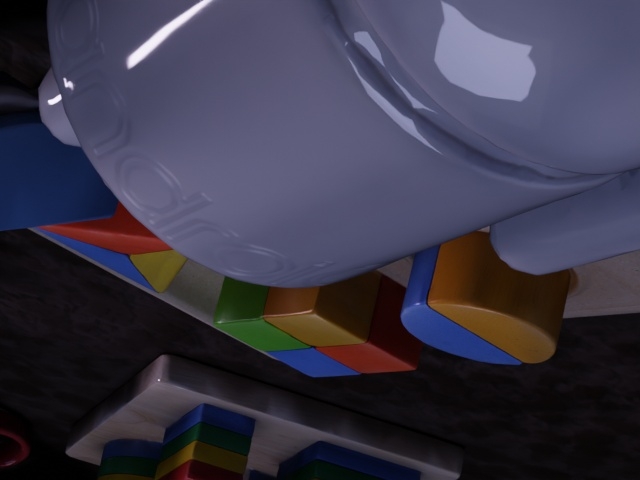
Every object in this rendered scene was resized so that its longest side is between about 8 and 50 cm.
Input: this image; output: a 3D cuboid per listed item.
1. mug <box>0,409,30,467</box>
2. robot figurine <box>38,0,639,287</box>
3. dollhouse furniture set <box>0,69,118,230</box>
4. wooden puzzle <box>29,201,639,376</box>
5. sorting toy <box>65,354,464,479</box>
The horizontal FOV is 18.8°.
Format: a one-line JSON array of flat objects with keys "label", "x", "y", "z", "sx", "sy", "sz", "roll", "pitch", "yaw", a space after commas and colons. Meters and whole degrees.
[{"label": "mug", "x": -0.341, "y": 0.168, "z": 1.637, "sx": 0.113, "sy": 0.150, "sz": 0.169, "roll": 41, "pitch": 166, "yaw": 30}, {"label": "robot figurine", "x": 0.034, "y": -0.099, "z": 0.717, "sx": 0.300, "sy": 0.200, "sz": 0.353, "roll": 40, "pitch": 146, "yaw": -19}, {"label": "dollhouse furniture set", "x": -0.256, "y": -0.143, "z": 0.919, "sx": 0.286, "sy": 0.198, "sz": 0.303, "roll": 25, "pitch": -163, "yaw": 30}, {"label": "wooden puzzle", "x": 0.000, "y": 0.000, "z": 1.104, "sx": 0.348, "sy": 0.080, "sz": 0.322, "roll": -13, "pitch": 146, "yaw": 43}, {"label": "sorting toy", "x": -0.058, "y": 0.201, "z": 1.565, "sx": 0.257, "sy": 0.089, "sz": 0.255, "roll": 19, "pitch": 155, "yaw": -17}]
